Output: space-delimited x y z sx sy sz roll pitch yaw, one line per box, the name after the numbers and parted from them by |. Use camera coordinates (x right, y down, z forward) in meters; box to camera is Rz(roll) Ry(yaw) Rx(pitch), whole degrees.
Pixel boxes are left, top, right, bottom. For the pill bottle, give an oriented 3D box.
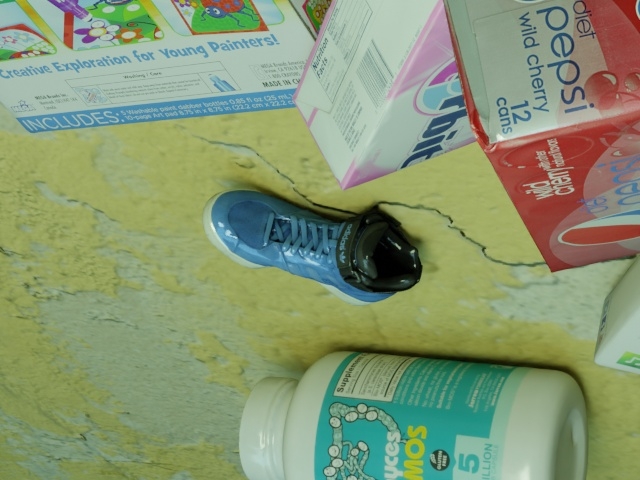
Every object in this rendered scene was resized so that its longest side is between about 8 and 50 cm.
0.071 0.166 1.053 0.264 0.146 0.146 2 147 25 | pill bottle

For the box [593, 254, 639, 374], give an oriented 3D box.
0.319 0.017 0.752 0.232 0.059 0.322 16 152 -1 | box

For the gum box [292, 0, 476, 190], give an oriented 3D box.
0.063 -0.102 0.632 0.107 0.062 0.188 -19 161 -23 | gum box

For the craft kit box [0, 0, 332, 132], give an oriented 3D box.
-0.132 -0.160 0.709 0.249 0.061 0.247 -2 148 31 | craft kit box

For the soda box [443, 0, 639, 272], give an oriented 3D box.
0.123 -0.054 0.574 0.092 0.084 0.263 -13 166 13 | soda box

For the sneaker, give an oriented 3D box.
0.000 -0.001 0.895 0.152 0.058 0.084 27 155 -24 | sneaker
